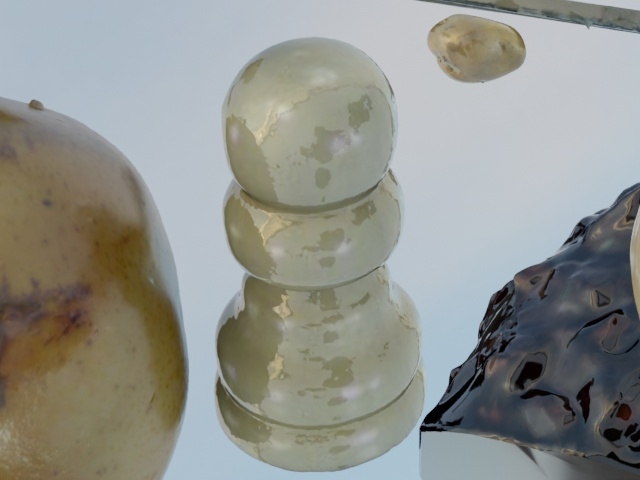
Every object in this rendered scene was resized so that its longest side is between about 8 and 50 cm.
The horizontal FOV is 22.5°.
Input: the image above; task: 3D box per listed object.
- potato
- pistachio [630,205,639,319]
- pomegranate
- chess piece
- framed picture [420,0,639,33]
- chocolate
[{"bbox_3d":[0.135,-0.167,1.398,0.083,0.062,0.068,-9,7,-6],"label":"potato"},{"bbox_3d":[0.185,0.042,0.536,0.145,0.200,0.117,-41,5,-6],"label":"pistachio"},{"bbox_3d":[-0.298,0.067,1.144,0.417,0.416,0.416,-29,-31,-20],"label":"pomegranate"},{"bbox_3d":[0.000,0.000,1.126,0.167,0.167,0.299,-23,-48,-29],"label":"chess piece"},{"bbox_3d":[0.176,-0.226,1.535,0.232,0.315,0.024,-24,-56,-75],"label":"framed picture"},{"bbox_3d":[0.173,0.058,0.806,0.224,0.206,0.177,78,-149,-72],"label":"chocolate"}]
